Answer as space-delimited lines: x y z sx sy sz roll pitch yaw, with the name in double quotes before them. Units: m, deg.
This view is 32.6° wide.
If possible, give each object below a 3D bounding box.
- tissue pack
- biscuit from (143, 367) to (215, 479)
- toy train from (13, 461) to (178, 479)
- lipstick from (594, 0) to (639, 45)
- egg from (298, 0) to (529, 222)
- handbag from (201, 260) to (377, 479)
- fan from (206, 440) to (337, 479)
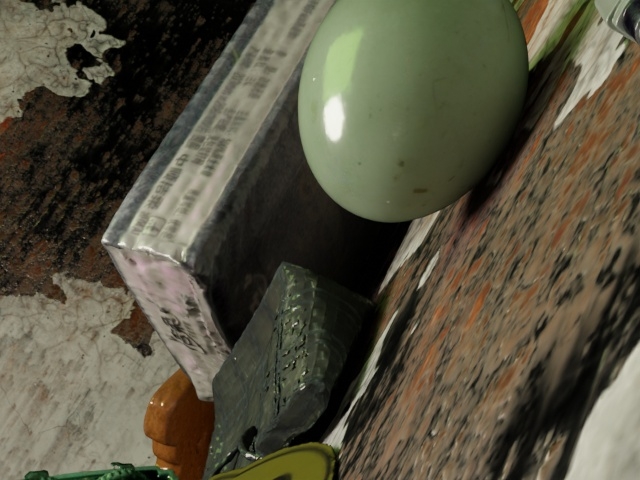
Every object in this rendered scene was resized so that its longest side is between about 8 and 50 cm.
"tissue pack" -0.037 -0.056 1.109 0.394 0.124 0.288 -61 -32 -28
"biscuit" -0.109 0.154 1.269 0.306 0.043 0.284 -61 -20 -19
"toy train" -0.264 0.314 1.015 0.138 0.330 0.178 51 128 42
"lipstick" 0.145 -0.098 0.486 0.025 0.025 0.107 -60 8 25
"egg" 0.061 -0.102 0.737 0.192 0.149 0.149 -62 3 -23
"handbag" -0.041 0.140 0.903 0.270 0.089 0.175 -58 11 41
"fan" -0.086 0.209 0.649 0.230 0.011 0.335 -33 7 7
